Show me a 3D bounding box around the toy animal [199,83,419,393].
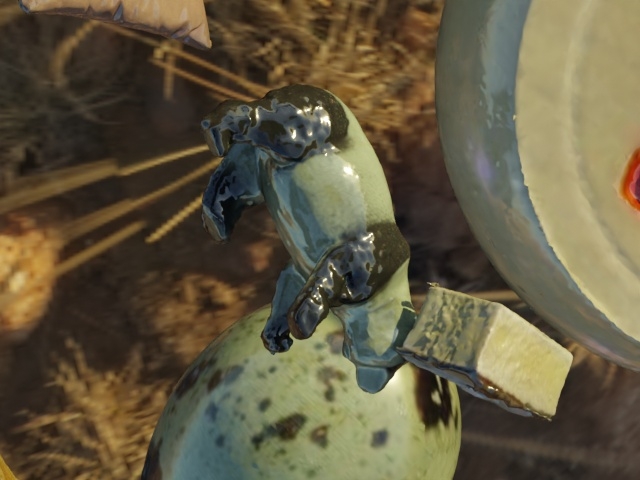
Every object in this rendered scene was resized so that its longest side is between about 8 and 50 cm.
[{"bbox_3d":[0.000,0.000,1.353,0.121,0.094,0.225,-25,90,-24],"label":"toy animal"}]

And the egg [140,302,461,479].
[{"bbox_3d":[-0.027,0.221,1.954,0.379,0.287,0.287,-45,80,11],"label":"egg"}]

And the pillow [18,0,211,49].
[{"bbox_3d":[-0.218,-0.304,1.958,0.084,0.236,0.223,-35,57,46],"label":"pillow"}]

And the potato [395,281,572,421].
[{"bbox_3d":[0.117,0.079,1.359,0.086,0.122,0.061,20,83,41],"label":"potato"}]

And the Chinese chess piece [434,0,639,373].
[{"bbox_3d":[0.181,-0.069,0.836,0.273,0.102,0.273,-3,100,-15],"label":"Chinese chess piece"}]

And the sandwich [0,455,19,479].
[{"bbox_3d":[-0.327,0.217,1.272,0.301,0.099,0.271,-29,96,7],"label":"sandwich"}]
